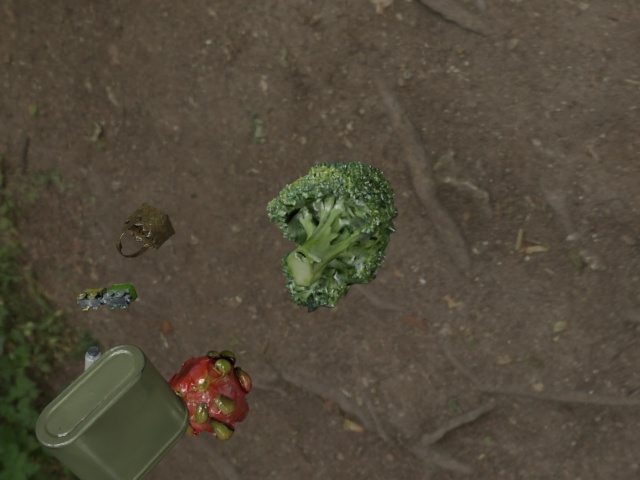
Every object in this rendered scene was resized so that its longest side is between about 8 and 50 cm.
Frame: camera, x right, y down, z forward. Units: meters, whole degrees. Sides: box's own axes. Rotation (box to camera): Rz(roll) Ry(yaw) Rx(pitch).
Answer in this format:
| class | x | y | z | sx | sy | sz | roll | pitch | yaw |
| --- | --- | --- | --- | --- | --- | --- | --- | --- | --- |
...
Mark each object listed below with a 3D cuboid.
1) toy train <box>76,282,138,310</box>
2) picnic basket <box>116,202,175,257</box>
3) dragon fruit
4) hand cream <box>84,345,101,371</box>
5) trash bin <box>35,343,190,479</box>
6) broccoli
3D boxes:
| class | x | y | z | sx | sy | sz | roll | pitch | yaw |
| --- | --- | --- | --- | --- | --- | --- | --- | --- | --- |
| toy train | -0.670 | 0.177 | 2.017 | 0.202 | 0.081 | 0.060 | -5 | 115 | 19 |
| picnic basket | -0.567 | -0.019 | 2.037 | 0.138 | 0.178 | 0.128 | 25 | 143 | 33 |
| dragon fruit | -0.302 | 0.435 | 1.809 | 0.243 | 0.227 | 0.307 | 61 | 169 | 4 |
| hand cream | -0.795 | 0.451 | 2.241 | 0.050 | 0.080 | 0.234 | 34 | 134 | 14 |
| trash bin | -0.388 | 0.347 | 1.228 | 0.121 | 0.243 | 0.247 | 29 | 152 | 31 |
| broccoli | -0.005 | -0.014 | 1.421 | 0.249 | 0.302 | 0.375 | 45 | 128 | 29 |
